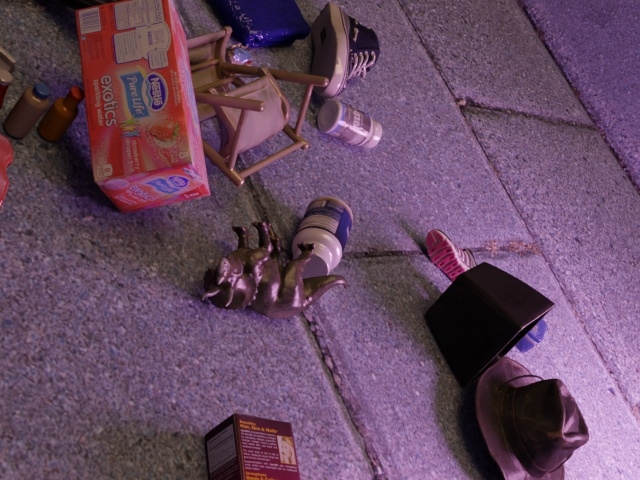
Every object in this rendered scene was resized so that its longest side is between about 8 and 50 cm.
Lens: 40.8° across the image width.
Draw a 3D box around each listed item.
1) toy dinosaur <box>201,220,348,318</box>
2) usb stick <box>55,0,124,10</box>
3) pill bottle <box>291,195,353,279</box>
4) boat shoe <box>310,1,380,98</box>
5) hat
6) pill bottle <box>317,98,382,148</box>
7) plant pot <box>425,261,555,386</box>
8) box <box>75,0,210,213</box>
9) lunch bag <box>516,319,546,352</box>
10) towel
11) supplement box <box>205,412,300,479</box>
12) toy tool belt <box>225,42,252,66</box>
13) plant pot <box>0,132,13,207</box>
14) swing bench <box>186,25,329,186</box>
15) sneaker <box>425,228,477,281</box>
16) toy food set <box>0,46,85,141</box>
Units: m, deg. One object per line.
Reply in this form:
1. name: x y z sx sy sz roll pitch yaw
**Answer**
1. toy dinosaur: -0.087 0.064 1.440 0.313 0.121 0.160 25 69 -45
2. usb stick: -0.382 -0.410 1.500 0.278 0.045 0.077 24 25 10
3. pill bottle: 0.000 0.000 1.591 0.094 0.094 0.169 40 36 -14
4. boat shoe: 0.071 -0.431 2.038 0.158 0.127 0.341 23 42 -22
5. hat: 0.441 0.363 1.677 0.331 0.134 0.331 33 45 -40
6. pill bottle: 0.067 -0.256 1.918 0.137 0.078 0.078 18 46 -38
7. plant pot: 0.330 0.154 1.755 0.167 0.188 0.187 47 33 18
8. box: -0.275 -0.214 1.346 0.142 0.154 0.300 75 3 -72
9. lunch bag: 0.474 0.199 1.956 0.067 0.065 0.098 46 35 -6
10. towel: -0.177 -0.567 1.952 0.227 0.076 0.308 -22 76 -47
11. supplement box: -0.088 0.344 1.185 0.104 0.081 0.188 18 46 -37
12. toy tool belt: -0.167 -0.387 1.803 0.083 0.051 0.052 0 58 -48
13. plant pot: -0.519 -0.089 0.977 0.265 0.272 0.273 29 39 -39
14. swing bench: -0.164 -0.256 1.576 0.254 0.165 0.253 29 32 17
15. sneaker: 0.297 0.036 1.917 0.170 0.063 0.075 48 35 -12
16. toy food set: -0.475 -0.244 1.284 0.232 0.104 0.111 43 35 -10
